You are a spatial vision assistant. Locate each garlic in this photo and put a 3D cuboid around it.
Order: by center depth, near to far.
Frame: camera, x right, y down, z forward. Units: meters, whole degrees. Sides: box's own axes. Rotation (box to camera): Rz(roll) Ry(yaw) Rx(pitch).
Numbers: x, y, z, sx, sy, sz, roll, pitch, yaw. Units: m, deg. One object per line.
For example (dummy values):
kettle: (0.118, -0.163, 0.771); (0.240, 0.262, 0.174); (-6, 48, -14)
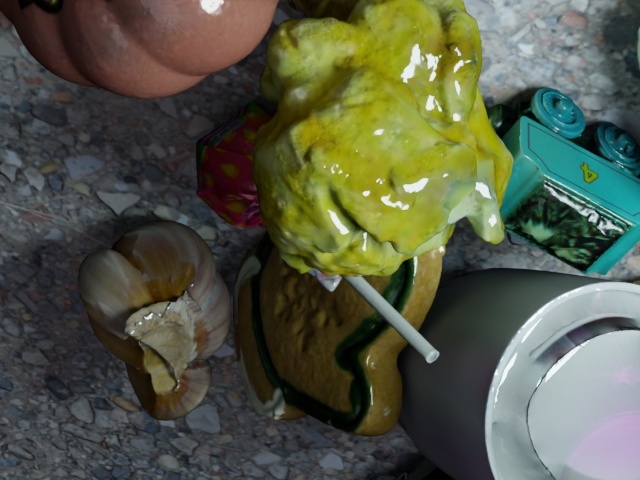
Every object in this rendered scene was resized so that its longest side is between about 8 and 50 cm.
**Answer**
garlic: (-0.176, 0.085, 1.800); (0.160, 0.191, 0.214); (-33, 131, -8)

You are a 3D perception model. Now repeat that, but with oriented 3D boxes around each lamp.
lamp: (-0.147, -0.274, 1.378); (0.305, 0.240, 0.305); (3, 95, 33)

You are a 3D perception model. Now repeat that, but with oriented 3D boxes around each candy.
candy: (0.000, 0.000, 1.585); (0.365, 0.124, 0.124); (44, 148, 32)

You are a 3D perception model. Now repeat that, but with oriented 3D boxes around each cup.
cup: (0.216, 0.155, 1.620); (0.253, 0.253, 0.371); (31, 173, -19)

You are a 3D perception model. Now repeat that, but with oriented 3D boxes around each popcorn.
popcorn: (0.047, -0.096, 1.438); (0.225, 0.276, 0.276); (-7, 133, 19)

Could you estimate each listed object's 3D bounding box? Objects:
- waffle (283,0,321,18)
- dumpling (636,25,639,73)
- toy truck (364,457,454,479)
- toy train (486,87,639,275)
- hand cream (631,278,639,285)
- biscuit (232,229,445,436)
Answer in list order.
waffle: (0.055, -0.207, 1.539); (0.192, 0.046, 0.160); (16, 135, -3)
dumpling: (0.451, -0.078, 1.467); (0.270, 0.211, 0.320); (-12, 142, 19)
toy truck: (0.195, 0.333, 1.969); (0.178, 0.176, 0.363); (25, 135, -25)
toy train: (0.246, -0.058, 1.571); (0.198, 0.154, 0.107); (28, 131, -15)
hand cream: (0.441, 0.068, 1.715); (0.203, 0.084, 0.084); (-11, 132, 14)
biscuit: (0.010, 0.078, 1.678); (0.057, 0.287, 0.344); (7, 148, -36)
